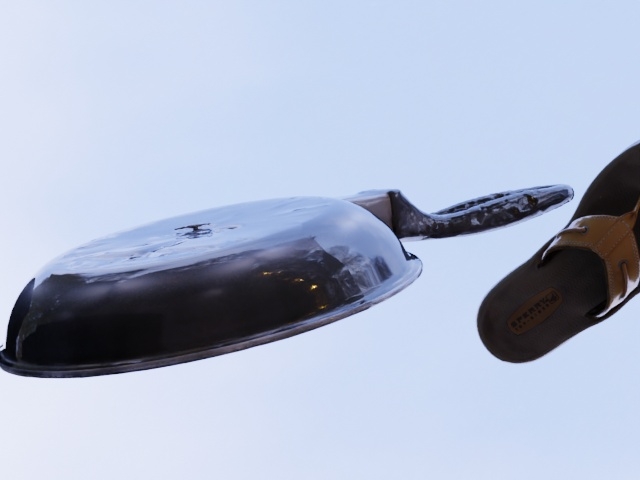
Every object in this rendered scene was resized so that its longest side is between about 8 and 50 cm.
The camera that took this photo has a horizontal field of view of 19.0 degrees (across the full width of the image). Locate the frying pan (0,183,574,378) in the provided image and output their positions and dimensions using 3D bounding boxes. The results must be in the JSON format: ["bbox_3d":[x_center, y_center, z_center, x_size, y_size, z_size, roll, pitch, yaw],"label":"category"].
[{"bbox_3d":[0.007,0.004,0.880,0.326,0.197,0.053,-16,-80,-16],"label":"frying pan"}]

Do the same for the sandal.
[{"bbox_3d":[0.158,0.014,1.132,0.180,0.049,0.072,-44,-96,23],"label":"sandal"}]
